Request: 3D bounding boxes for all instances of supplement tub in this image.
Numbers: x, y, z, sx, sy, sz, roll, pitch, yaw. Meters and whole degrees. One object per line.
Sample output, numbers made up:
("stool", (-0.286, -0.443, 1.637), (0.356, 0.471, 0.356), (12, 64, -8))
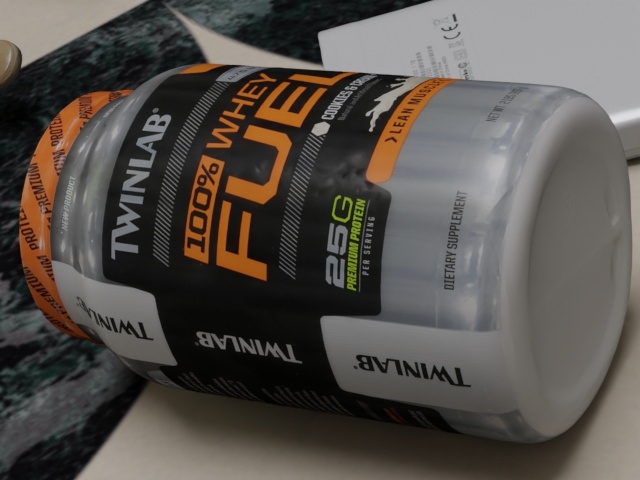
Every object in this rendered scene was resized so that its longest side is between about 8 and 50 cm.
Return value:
("supplement tub", (0.000, 0.000, 1.070), (0.316, 0.193, 0.193), (5, 44, 29))

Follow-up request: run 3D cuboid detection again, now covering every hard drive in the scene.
("hard drive", (0.158, -0.117, 1.271), (0.308, 0.040, 0.203), (-15, 38, 5))

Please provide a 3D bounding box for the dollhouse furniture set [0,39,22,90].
("dollhouse furniture set", (-0.302, -0.086, 1.296), (0.161, 0.212, 0.242), (7, 71, 31))
